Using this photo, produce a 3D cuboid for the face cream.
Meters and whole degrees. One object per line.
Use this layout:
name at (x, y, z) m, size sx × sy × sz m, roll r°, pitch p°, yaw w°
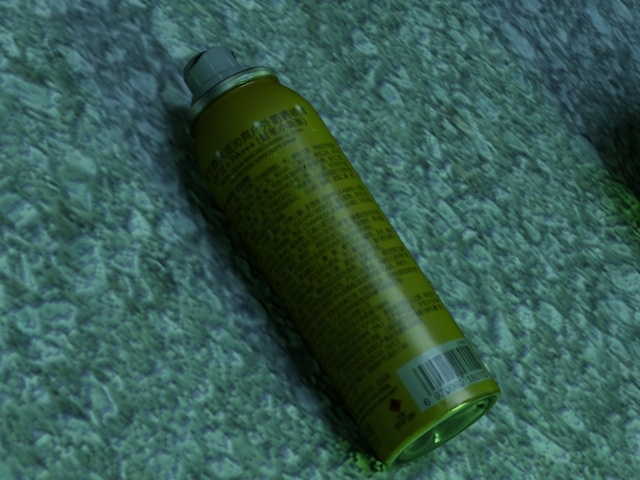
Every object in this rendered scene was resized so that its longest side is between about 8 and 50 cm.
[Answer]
face cream at (0.000, 0.000, 1.473) m, size 0.105 × 0.105 × 0.349 m, roll -15°, pitch 66°, yaw -48°
